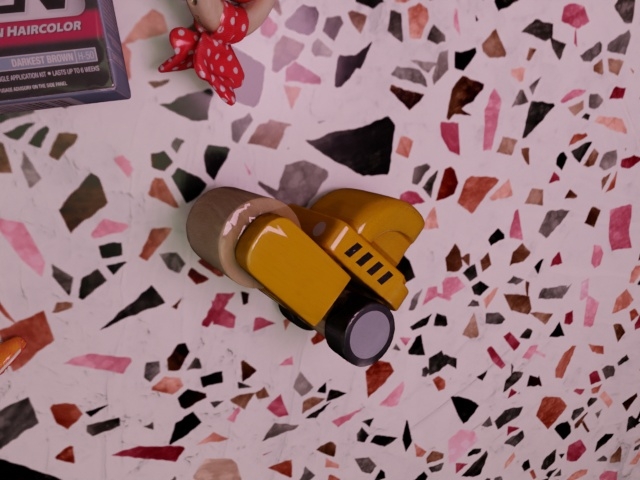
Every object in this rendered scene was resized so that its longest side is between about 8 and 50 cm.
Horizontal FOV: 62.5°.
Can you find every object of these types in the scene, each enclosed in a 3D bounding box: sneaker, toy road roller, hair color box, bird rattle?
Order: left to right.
[{"bbox_3d":[-0.487,0.179,0.712,0.175,0.064,0.068,-31,107,-11],"label":"sneaker"},{"bbox_3d":[-0.320,-0.321,0.508,0.185,0.113,0.375,-10,101,-10],"label":"hair color box"},{"bbox_3d":[-0.108,-0.307,0.632,0.207,0.143,0.254,-48,145,-28],"label":"bird rattle"},{"bbox_3d":[0.000,0.000,0.766,0.329,0.202,0.241,41,79,-33],"label":"toy road roller"}]
